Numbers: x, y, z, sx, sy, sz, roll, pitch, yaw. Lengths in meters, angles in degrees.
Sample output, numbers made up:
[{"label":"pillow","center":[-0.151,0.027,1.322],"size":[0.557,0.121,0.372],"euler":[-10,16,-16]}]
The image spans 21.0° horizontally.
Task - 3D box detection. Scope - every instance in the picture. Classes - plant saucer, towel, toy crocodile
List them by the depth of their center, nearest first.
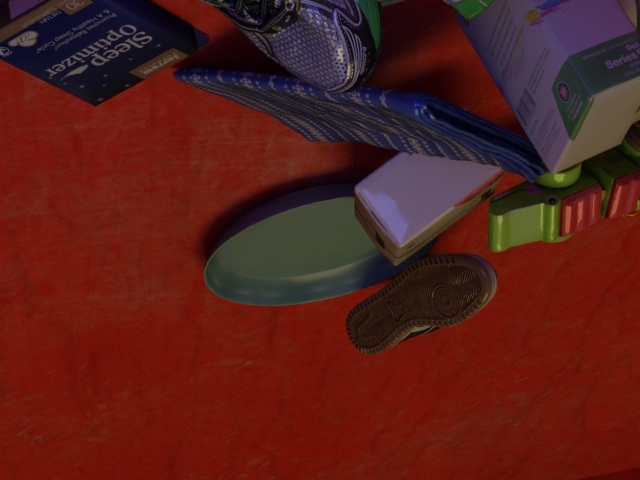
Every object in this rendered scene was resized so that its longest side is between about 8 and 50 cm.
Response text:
[{"label":"towel","center":[0.043,-0.123,1.791],"size":[0.336,0.040,0.243],"euler":[11,175,40]},{"label":"toy crocodile","center":[0.346,-0.068,2.121],"size":[0.340,0.105,0.115],"euler":[-21,133,-26]},{"label":"plant saucer","center":[0.000,0.000,2.251],"size":[0.317,0.044,0.317],"euler":[-11,157,-5]}]

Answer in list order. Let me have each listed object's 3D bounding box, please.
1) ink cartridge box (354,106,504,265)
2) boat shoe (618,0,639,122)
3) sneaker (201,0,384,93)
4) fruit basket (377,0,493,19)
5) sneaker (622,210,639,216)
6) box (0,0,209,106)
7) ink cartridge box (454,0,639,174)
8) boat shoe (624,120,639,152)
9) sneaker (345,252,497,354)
[{"label":"ink cartridge box","center":[0.124,-0.058,2.007],"size":[0.158,0.092,0.218],"euler":[-36,176,-3]},{"label":"boat shoe","center":[0.351,-0.209,1.866],"size":[0.156,0.136,0.367],"euler":[-14,159,0]},{"label":"sneaker","center":[-0.097,-0.227,1.360],"size":[0.343,0.146,0.134],"euler":[39,136,-14]},{"label":"fruit basket","center":[0.023,-0.268,1.524],"size":[0.353,0.165,0.327],"euler":[-21,156,24]},{"label":"sneaker","center":[0.382,-0.067,2.262],"size":[0.215,0.083,0.084],"euler":[-18,158,14]},{"label":"box","center":[-0.219,-0.196,1.706],"size":[0.136,0.036,0.225],"euler":[-25,155,24]},{"label":"ink cartridge box","center":[0.230,-0.199,1.711],"size":[0.093,0.212,0.154],"euler":[-24,159,-18]},{"label":"boat shoe","center":[0.538,-0.183,2.076],"size":[0.355,0.132,0.130],"euler":[-9,131,-2]},{"label":"sneaker","center":[0.170,0.068,2.359],"size":[0.153,0.099,0.282],"euler":[-21,175,-42]}]
